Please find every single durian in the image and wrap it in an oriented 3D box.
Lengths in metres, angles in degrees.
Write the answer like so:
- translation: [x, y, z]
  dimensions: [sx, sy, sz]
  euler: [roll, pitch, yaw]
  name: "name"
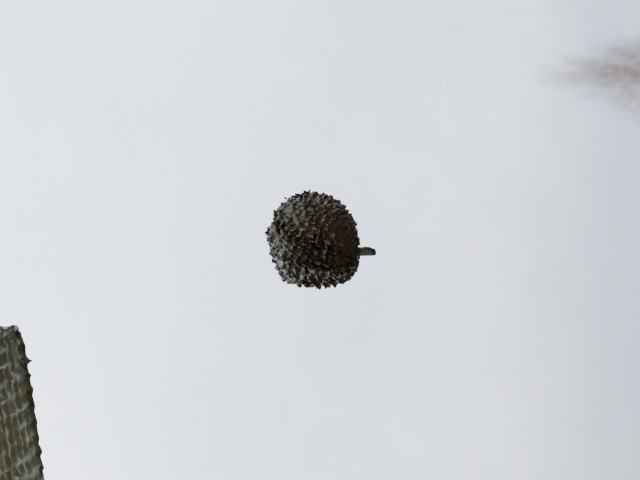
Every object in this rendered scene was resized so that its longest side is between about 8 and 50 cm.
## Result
- translation: [0.000, 0.000, 0.926]
  dimensions: [0.080, 0.091, 0.080]
  euler: [6, -90, -89]
  name: "durian"

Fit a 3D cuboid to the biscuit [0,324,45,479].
- translation: [-0.156, 0.162, 0.519]
  dimensions: [0.147, 0.046, 0.249]
  euler: [-33, -66, -83]
  name: "biscuit"
